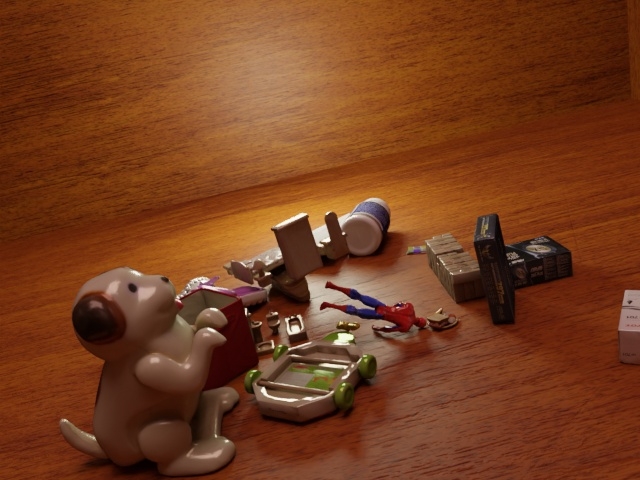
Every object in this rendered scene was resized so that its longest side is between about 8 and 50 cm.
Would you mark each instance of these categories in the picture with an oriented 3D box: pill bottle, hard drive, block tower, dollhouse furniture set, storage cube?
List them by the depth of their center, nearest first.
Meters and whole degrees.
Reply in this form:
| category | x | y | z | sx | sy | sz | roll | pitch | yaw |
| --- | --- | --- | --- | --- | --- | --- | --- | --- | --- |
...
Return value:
| category | x | y | z | sx | sy | sz | roll | pitch | yaw |
| --- | --- | --- | --- | --- | --- | --- | --- | --- | --- |
| storage cube | -0.302 | 0.254 | 1.568 | 0.215 | 0.193 | 0.183 | 5 | 25 | 45 |
| dollhouse furniture set | -0.126 | 0.217 | 1.672 | 0.151 | 0.123 | 0.144 | -14 | 19 | -5 |
| block tower | 0.393 | 0.076 | 1.803 | 0.091 | 0.097 | 0.335 | -12 | 17 | 0 |
| dollhouse furniture set | -0.135 | -0.002 | 1.971 | 0.303 | 0.174 | 0.355 | -26 | 19 | -27 |
| pill bottle | 0.173 | -0.059 | 2.243 | 0.153 | 0.153 | 0.265 | -5 | 20 | 20 |
| hard drive | 0.000 | 0.000 | 2.274 | 0.203 | 0.040 | 0.307 | -25 | 12 | 26 |

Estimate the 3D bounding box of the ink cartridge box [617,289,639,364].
| category | x | y | z | sx | sy | sz | roll | pitch | yaw |
| --- | --- | --- | --- | --- | --- | --- | --- | --- | --- |
| ink cartridge box | 0.717 | 0.182 | 1.296 | 0.139 | 0.082 | 0.190 | -1 | 20 | 31 |

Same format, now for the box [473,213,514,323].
| category | x | y | z | sx | sy | sz | roll | pitch | yaw |
| --- | --- | --- | --- | --- | --- | --- | --- | --- | --- |
| box | 0.447 | 0.070 | 1.560 | 0.059 | 0.233 | 0.183 | -11 | 17 | 23 |

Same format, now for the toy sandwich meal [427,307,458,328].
| category | x | y | z | sx | sy | sz | roll | pitch | yaw |
| --- | --- | --- | --- | --- | --- | --- | --- | --- | --- |
| toy sandwich meal | 0.313 | 0.202 | 1.579 | 0.085 | 0.029 | 0.085 | -11 | 18 | 4 |

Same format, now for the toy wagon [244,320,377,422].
| category | x | y | z | sx | sy | sz | roll | pitch | yaw |
| --- | --- | --- | --- | --- | --- | --- | --- | --- | --- |
| toy wagon | -0.001 | 0.300 | 1.439 | 0.267 | 0.068 | 0.344 | 0 | 21 | 33 |

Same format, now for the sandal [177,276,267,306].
| category | x | y | z | sx | sy | sz | roll | pitch | yaw |
| --- | --- | --- | --- | --- | --- | --- | --- | --- | --- |
| sandal | -0.322 | 0.158 | 1.838 | 0.169 | 0.102 | 0.416 | 1 | 3 | 30 |

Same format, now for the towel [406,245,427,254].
| category | x | y | z | sx | sy | sz | roll | pitch | yaw |
| --- | --- | --- | --- | --- | --- | --- | --- | --- | --- |
| towel | 0.340 | 0.030 | 2.100 | 0.083 | 0.009 | 0.060 | -6 | 20 | 17 |

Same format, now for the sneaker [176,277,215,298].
| category | x | y | z | sx | sy | sz | roll | pitch | yaw |
| --- | --- | --- | --- | --- | --- | --- | --- | --- | --- |
| sneaker | -0.409 | 0.206 | 1.955 | 0.118 | 0.110 | 0.292 | 18 | 23 | 15 |

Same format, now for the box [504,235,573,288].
| category | x | y | z | sx | sy | sz | roll | pitch | yaw |
| --- | --- | --- | --- | --- | --- | --- | --- | --- | --- |
| box | 0.597 | 0.060 | 1.736 | 0.180 | 0.077 | 0.147 | -13 | 19 | -2 |

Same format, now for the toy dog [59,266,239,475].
| category | x | y | z | sx | sy | sz | roll | pitch | yaw |
| --- | --- | --- | --- | --- | --- | --- | --- | --- | --- |
| toy dog | -0.373 | 0.248 | 1.290 | 0.395 | 0.408 | 0.284 | -10 | 18 | 7 |

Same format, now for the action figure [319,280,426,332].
| category | x | y | z | sx | sy | sz | roll | pitch | yaw |
| --- | --- | --- | --- | --- | --- | --- | --- | --- | --- |
| action figure | 0.135 | 0.184 | 1.595 | 0.280 | 0.091 | 0.139 | 16 | -15 | -7 |

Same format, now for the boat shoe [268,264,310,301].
| category | x | y | z | sx | sy | sz | roll | pitch | yaw |
| --- | --- | --- | --- | --- | --- | --- | --- | --- | --- |
| boat shoe | -0.111 | 0.133 | 1.998 | 0.104 | 0.089 | 0.285 | -32 | 19 | -9 |
